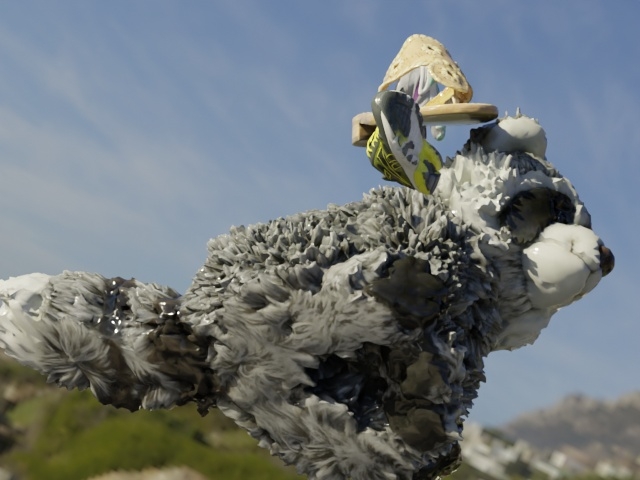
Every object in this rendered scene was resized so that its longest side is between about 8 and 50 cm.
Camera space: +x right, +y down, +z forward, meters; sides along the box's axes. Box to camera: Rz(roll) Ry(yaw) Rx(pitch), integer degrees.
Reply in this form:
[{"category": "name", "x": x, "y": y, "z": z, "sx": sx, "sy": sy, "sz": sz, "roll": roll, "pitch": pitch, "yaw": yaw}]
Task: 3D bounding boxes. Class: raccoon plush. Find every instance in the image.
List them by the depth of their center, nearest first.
[{"category": "raccoon plush", "x": 0.000, "y": 0.000, "z": 1.369, "sx": 0.446, "sy": 0.299, "sz": 0.216, "roll": 18, "pitch": -50, "yaw": 14}]

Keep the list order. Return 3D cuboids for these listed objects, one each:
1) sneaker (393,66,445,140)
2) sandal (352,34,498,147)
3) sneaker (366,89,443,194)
[{"category": "sneaker", "x": 0.105, "y": -0.158, "z": 1.995, "sx": 0.069, "sy": 0.098, "sz": 0.038, "roll": -11, "pitch": 4, "yaw": 4}, {"category": "sandal", "x": 0.075, "y": -0.127, "z": 1.423, "sx": 0.088, "sy": 0.079, "sz": 0.240, "roll": 0, "pitch": -3, "yaw": -15}, {"category": "sneaker", "x": 0.038, "y": -0.051, "z": 0.942, "sx": 0.035, "sy": 0.031, "sz": 0.083, "roll": 7, "pitch": -31, "yaw": 27}]
